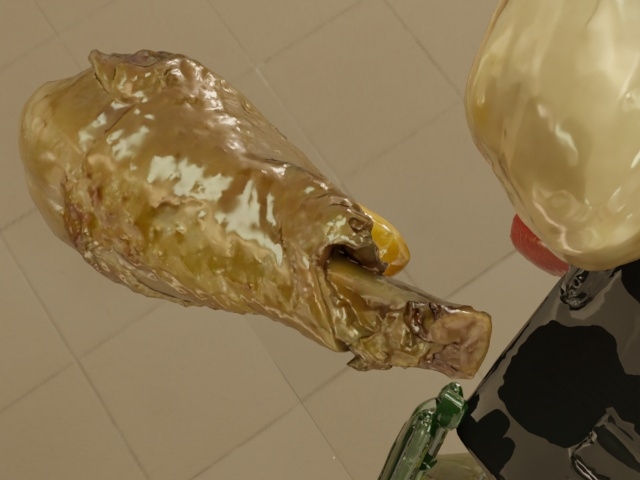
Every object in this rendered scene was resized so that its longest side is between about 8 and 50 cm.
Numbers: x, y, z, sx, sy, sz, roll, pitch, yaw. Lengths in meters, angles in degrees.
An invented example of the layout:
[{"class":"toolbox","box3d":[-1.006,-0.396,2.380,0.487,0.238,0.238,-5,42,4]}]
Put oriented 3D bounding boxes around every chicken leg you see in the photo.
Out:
[{"class":"chicken leg","box3d":[-0.033,-0.012,0.654,0.409,0.295,0.182,26,92,31]}]

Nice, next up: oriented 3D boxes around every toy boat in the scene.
[{"class":"toy boat","box3d":[0.088,0.232,0.818,0.052,0.104,0.210,27,112,19]}]

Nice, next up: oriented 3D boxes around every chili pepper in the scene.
[{"class":"chili pepper","box3d":[0.376,-0.016,1.326,0.134,0.338,0.131,-43,117,-6]}]

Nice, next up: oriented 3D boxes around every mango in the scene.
[{"class":"mango","box3d":[0.000,0.000,0.992,0.219,0.145,0.112,15,50,10]}]

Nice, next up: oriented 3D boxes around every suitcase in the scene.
[{"class":"suitcase","box3d":[0.324,0.180,0.738,0.339,0.188,0.345,-53,46,9]}]

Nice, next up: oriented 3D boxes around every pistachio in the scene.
[{"class":"pistachio","box3d":[0.231,-0.134,0.654,0.213,0.193,0.318,13,102,2]}]

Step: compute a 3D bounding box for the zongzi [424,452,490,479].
[{"class":"zongzi","box3d":[0.355,0.392,1.152,0.356,0.393,0.174,9,77,-29]}]
